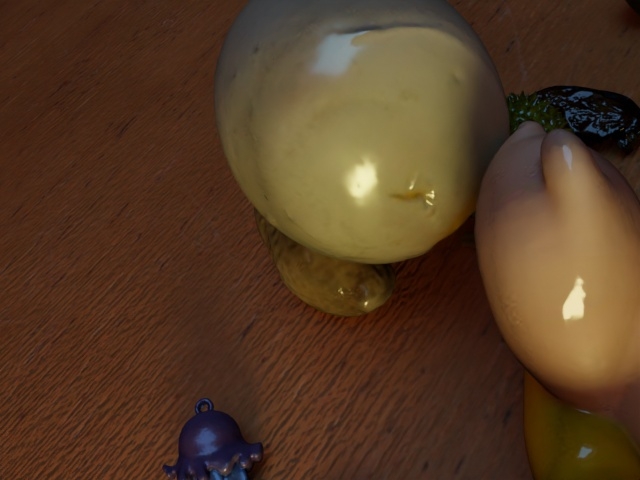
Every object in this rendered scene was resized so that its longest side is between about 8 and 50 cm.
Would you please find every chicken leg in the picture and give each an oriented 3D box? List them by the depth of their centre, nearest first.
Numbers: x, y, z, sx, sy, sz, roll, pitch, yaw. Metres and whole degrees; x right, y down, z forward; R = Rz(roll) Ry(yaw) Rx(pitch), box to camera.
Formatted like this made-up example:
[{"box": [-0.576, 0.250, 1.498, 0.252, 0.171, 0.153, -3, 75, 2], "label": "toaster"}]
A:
[{"box": [0.315, -0.164, 0.817, 0.254, 0.051, 0.105, 1, 58, 25], "label": "chicken leg"}]

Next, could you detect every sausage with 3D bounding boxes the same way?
[{"box": [0.239, 0.006, 0.721, 0.133, 0.024, 0.024, 8, 56, 28], "label": "sausage"}]

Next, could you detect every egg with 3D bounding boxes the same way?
[{"box": [0.026, -0.142, 0.625, 0.283, 0.283, 0.345, -29, 46, -3], "label": "egg"}]

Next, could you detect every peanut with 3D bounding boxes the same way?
[{"box": [0.000, 0.000, 0.756, 0.137, 0.122, 0.253, -21, 50, -7], "label": "peanut"}]

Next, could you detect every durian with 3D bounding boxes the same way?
[{"box": [0.222, -0.100, 0.734, 0.146, 0.159, 0.198, -12, 11, -29], "label": "durian"}]

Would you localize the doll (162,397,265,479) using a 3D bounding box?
[{"box": [-0.108, 0.265, 0.622, 0.110, 0.067, 0.205, -12, 59, -7], "label": "doll"}]

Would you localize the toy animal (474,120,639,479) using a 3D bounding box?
[{"box": [0.280, 0.047, 0.490, 0.247, 0.344, 0.277, -11, 15, 27], "label": "toy animal"}]

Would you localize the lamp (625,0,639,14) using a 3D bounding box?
[{"box": [0.541, -0.415, 0.864, 0.185, 0.161, 0.161, -42, 50, -15], "label": "lamp"}]
